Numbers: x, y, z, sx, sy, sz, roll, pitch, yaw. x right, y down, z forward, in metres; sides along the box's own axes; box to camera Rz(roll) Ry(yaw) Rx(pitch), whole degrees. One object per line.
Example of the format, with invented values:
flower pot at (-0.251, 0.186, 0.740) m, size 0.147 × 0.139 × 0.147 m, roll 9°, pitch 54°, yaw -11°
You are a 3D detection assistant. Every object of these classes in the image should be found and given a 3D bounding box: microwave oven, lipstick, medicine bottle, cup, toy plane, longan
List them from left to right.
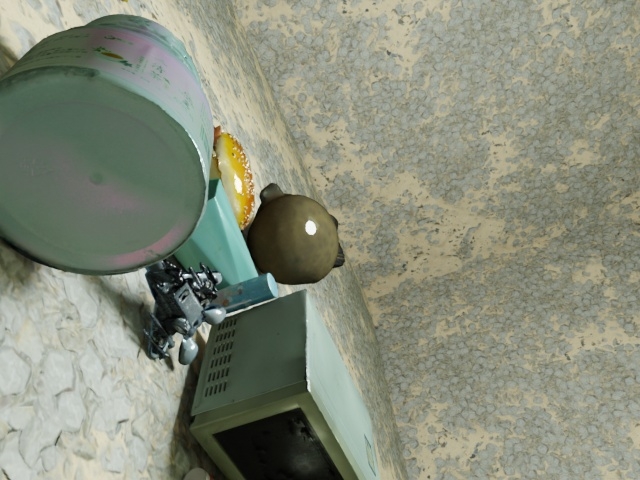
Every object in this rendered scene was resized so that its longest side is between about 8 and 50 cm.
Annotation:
medicine bottle at (-0.254, -0.138, 0.646) m, size 0.290 × 0.245 × 0.245 m, roll -103°, pitch 169°, yaw -52°
toy plane at (-0.210, 0.074, 0.765) m, size 0.169 × 0.078 × 0.246 m, roll -54°, pitch 155°, yaw -33°
cup at (-0.201, 0.014, 0.986) m, size 0.134 × 0.148 × 0.236 m, roll 36°, pitch -25°, yaw 54°
lipstick at (-0.152, 0.379, 0.766) m, size 0.038 × 0.038 × 0.131 m, roll -99°, pitch 166°, yaw -52°
lipstick at (-0.157, 0.105, 0.945) m, size 0.048 × 0.158 × 0.048 m, roll -19°, pitch 90°, yaw -81°
microwave oven at (-0.054, 0.318, 0.923) m, size 0.286 × 0.218 × 0.355 m, roll -97°, pitch 164°, yaw -60°
longan at (-0.081, -0.013, 1.419) m, size 0.300 × 0.243 × 0.300 m, roll 57°, pitch -7°, yaw 11°

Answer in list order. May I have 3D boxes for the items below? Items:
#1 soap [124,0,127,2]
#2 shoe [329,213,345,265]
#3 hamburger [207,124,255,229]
soap at (-0.439, -0.541, 1.127) m, size 0.089 × 0.012 × 0.034 m, roll 14°, pitch 56°, yaw -80°
shoe at (0.000, 0.000, 2.087) m, size 0.384 × 0.171 × 0.237 m, roll -3°, pitch 80°, yaw -82°
hamburger at (-0.210, -0.123, 1.097) m, size 0.237 × 0.147 × 0.237 m, roll 157°, pitch -90°, yaw -82°
